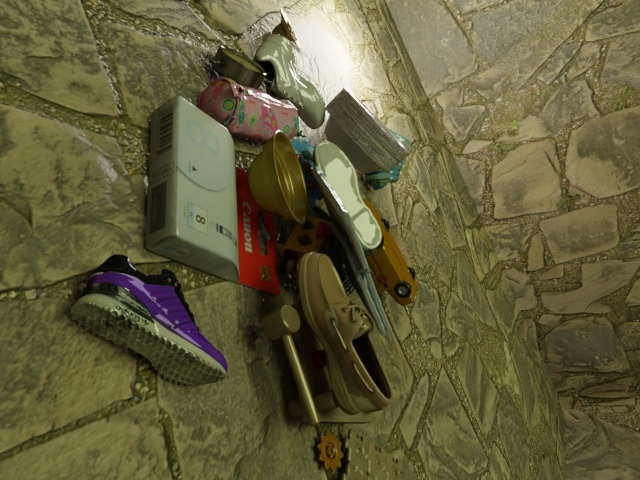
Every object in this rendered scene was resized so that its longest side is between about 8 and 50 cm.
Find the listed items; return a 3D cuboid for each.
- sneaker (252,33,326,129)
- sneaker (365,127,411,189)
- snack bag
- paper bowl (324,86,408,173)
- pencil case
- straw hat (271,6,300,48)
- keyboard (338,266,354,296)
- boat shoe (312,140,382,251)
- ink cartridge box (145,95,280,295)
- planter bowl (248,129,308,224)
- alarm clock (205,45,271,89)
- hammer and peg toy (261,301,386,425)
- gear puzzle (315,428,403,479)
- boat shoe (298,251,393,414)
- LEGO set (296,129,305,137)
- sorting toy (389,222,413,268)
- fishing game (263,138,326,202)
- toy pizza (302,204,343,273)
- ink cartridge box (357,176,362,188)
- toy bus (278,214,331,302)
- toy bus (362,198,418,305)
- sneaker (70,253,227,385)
[{"bbox_3d":[-0.096,-0.435,1.599,0.297,0.110,0.129,52,49,-24],"label":"sneaker"},{"bbox_3d":[0.166,-0.293,1.918,0.318,0.127,0.209,18,81,-27],"label":"sneaker"},{"bbox_3d":[0.065,0.016,1.342,0.323,0.037,0.343,-116,-176,-61],"label":"snack bag"},{"bbox_3d":[0.124,-0.320,1.709,0.284,0.148,0.284,42,16,-15],"label":"paper bowl"},{"bbox_3d":[-0.163,-0.308,1.347,0.284,0.124,0.124,0,71,-61],"label":"pencil case"},{"bbox_3d":[-0.116,-0.641,1.721,0.144,0.061,0.145,-24,90,-79],"label":"straw hat"},{"bbox_3d":[0.057,0.143,1.522,0.108,0.023,0.180,66,29,-6],"label":"keyboard"},{"bbox_3d":[0.054,-0.114,1.518,0.116,0.099,0.320,-31,96,-31],"label":"boat shoe"},{"bbox_3d":[-0.188,-0.075,1.172,0.385,0.091,0.309,28,48,-49],"label":"ink cartridge box"},{"bbox_3d":[-0.105,-0.132,1.264,0.217,0.090,0.218,-14,90,-77],"label":"planter bowl"},{"bbox_3d":[-0.213,-0.420,1.355,0.129,0.064,0.192,42,20,22],"label":"alarm clock"},{"bbox_3d":[-0.004,0.273,1.214,0.361,0.127,0.266,22,52,-50],"label":"hammer and peg toy"},{"bbox_3d":[0.089,0.543,1.286,0.339,0.044,0.176,43,38,-34],"label":"gear puzzle"},{"bbox_3d":[0.056,0.176,1.137,0.121,0.110,0.342,-11,80,-59],"label":"boat shoe"},{"bbox_3d":[-0.080,-0.320,1.610,0.083,0.023,0.054,46,31,-13],"label":"LEGO set"},{"bbox_3d":[0.258,0.051,1.932,0.193,0.038,0.209,-20,93,-62],"label":"sorting toy"},{"bbox_3d":[-0.034,-0.195,1.524,0.264,0.041,0.189,-10,80,-47],"label":"fishing game"},{"bbox_3d":[0.000,0.000,1.511,0.201,0.032,0.202,40,38,-41],"label":"toy pizza"},{"bbox_3d":[0.069,-0.193,1.733,0.109,0.062,0.209,60,28,-12],"label":"ink cartridge box"},{"bbox_3d":[-0.048,0.034,1.322,0.202,0.104,0.191,-9,117,-77],"label":"toy bus"},{"bbox_3d":[0.169,0.044,1.671,0.333,0.130,0.108,60,28,-16],"label":"toy bus"},{"bbox_3d":[-0.249,0.124,0.911,0.293,0.102,0.146,46,34,-36],"label":"sneaker"}]
